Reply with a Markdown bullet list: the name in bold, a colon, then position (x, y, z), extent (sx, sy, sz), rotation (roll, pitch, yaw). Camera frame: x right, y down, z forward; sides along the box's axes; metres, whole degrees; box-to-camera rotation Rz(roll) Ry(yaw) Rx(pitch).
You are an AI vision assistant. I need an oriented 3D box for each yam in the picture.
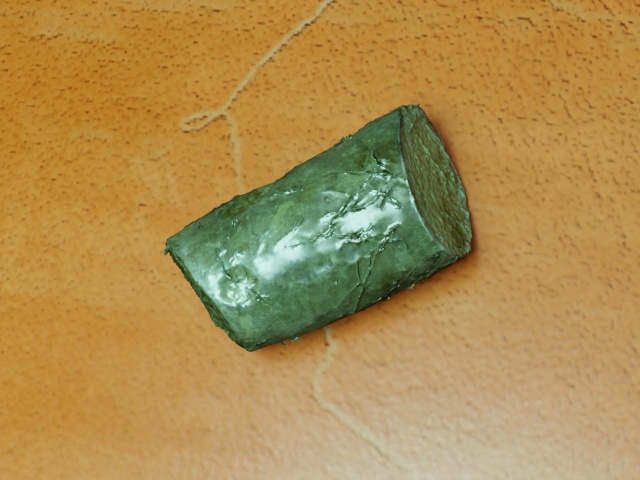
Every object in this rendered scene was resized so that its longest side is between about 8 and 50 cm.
- **yam**: position (0.000, 0.000, 1.027), extent (0.183, 0.107, 0.107), rotation (-27, 71, 8)
